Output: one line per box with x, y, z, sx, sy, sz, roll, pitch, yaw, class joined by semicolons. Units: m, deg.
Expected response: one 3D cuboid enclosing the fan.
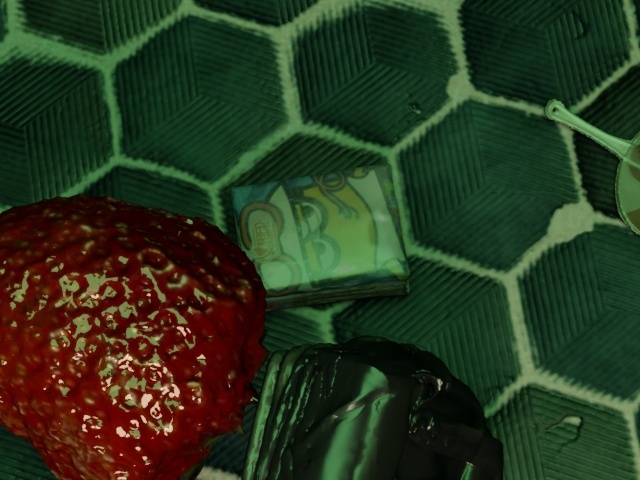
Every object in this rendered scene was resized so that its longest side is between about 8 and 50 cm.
0.317;-0.074;1.589;0.226;0.008;0.152;29;74;8;fan

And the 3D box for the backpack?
0.065;0.191;1.396;0.133;0.258;0.206;7;77;42;backpack

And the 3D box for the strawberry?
-0.186;0.081;1.388;0.277;0.257;0.257;25;71;-18;strawberry

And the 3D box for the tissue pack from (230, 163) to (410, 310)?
0.000;0.000;1.527;0.155;0.065;0.115;-8;70;-4;tissue pack
